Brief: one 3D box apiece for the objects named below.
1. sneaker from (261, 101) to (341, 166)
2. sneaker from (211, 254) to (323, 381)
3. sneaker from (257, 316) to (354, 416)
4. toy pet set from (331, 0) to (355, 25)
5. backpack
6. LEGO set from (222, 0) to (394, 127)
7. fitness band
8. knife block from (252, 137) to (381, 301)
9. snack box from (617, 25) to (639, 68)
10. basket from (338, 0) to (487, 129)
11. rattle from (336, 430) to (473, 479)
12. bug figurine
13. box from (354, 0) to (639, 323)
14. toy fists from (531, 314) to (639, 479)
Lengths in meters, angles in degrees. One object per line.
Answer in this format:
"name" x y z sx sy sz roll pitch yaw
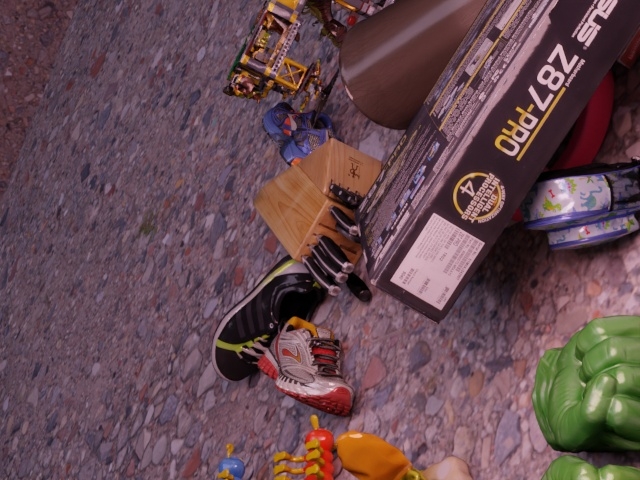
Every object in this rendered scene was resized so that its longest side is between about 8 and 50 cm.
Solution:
"sneaker" -0.020 -0.156 2.205 0.087 0.083 0.221 -43 31 6
"sneaker" -0.073 0.118 2.051 0.235 0.084 0.097 -55 29 23
"sneaker" -0.014 0.156 1.904 0.093 0.088 0.225 -63 26 3
"toy pet set" 0.051 -0.415 2.283 0.122 0.065 0.114 -47 32 33
"backpack" 0.262 -0.034 1.506 0.105 0.114 0.084 -14 83 61
"LEGO set" 0.013 -0.317 2.171 0.331 0.192 0.255 -65 8 -8
"fitness band" 0.223 -0.121 1.726 0.291 0.054 0.209 -29 44 50
"knife block" 0.000 0.000 2.005 0.275 0.088 0.242 -31 42 49
"snack box" 0.366 -0.276 1.619 0.178 0.022 0.064 -59 26 15
"basket" 0.164 -0.258 1.840 0.227 0.154 0.204 -30 4 41
"rattle" 0.089 0.304 1.536 0.130 0.143 0.200 -20 43 32
"bug figurine" -0.064 0.342 1.860 0.279 0.072 0.216 -24 54 48
"box" 0.177 -0.134 1.570 0.395 0.097 0.318 -58 11 10
"toy fists" 0.251 0.200 1.358 0.142 0.096 0.279 -24 47 53
